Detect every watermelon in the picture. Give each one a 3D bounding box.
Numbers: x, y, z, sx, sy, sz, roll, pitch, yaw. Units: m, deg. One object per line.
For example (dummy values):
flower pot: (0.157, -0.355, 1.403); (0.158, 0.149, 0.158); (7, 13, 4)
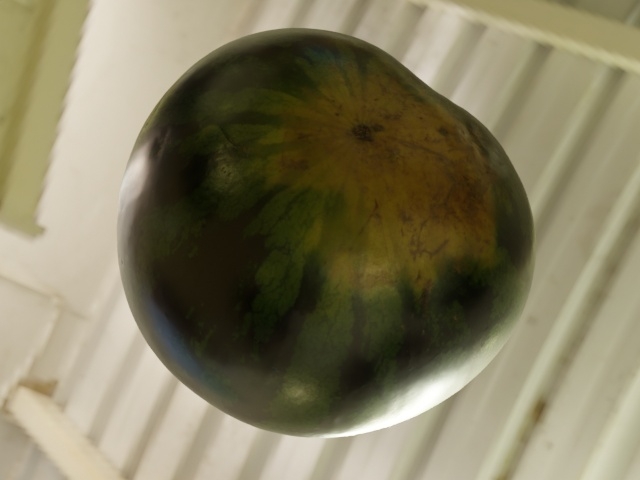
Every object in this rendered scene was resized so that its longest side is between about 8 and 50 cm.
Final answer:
watermelon: (0.001, -0.001, 1.134); (0.269, 0.269, 0.269); (-33, -136, 38)
